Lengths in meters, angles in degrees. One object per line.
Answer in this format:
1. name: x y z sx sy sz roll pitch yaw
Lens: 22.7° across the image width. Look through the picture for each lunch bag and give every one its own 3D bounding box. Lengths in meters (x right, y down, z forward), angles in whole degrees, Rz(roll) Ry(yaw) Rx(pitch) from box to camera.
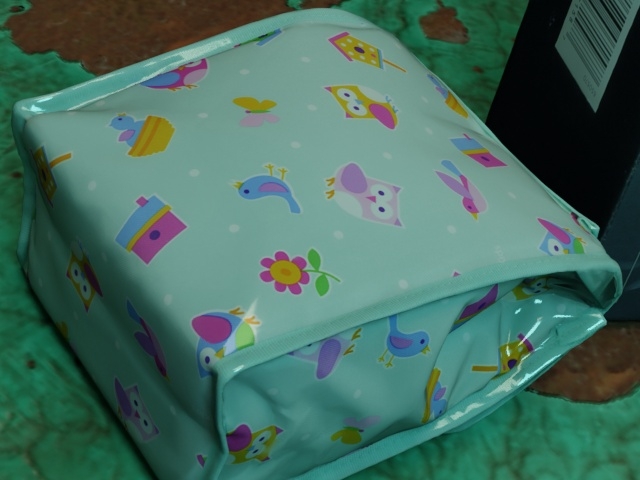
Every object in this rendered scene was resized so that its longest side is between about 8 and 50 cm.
1. lunch bag: 0.000 0.000 0.839 0.262 0.160 0.223 -20 52 -29

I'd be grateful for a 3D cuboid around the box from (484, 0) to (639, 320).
1. box: 0.307 -0.131 0.951 0.312 0.343 0.179 0 42 -19
